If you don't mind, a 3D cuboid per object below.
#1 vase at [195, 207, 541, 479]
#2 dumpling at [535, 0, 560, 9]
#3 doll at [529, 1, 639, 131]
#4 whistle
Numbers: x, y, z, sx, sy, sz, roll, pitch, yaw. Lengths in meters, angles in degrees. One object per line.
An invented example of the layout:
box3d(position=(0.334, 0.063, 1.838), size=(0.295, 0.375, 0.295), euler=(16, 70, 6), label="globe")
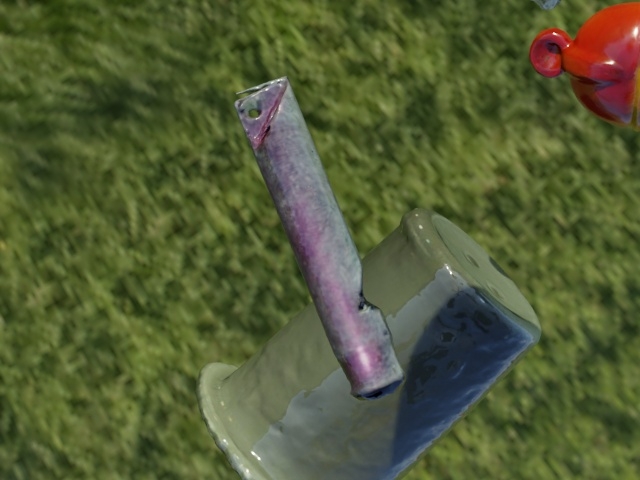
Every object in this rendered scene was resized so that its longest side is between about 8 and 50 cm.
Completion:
box3d(position=(0.056, 0.126, 1.832), size=(0.291, 0.245, 0.245), euler=(-44, 137, 15), label="vase")
box3d(position=(0.195, -0.253, 1.248), size=(0.252, 0.131, 0.179), euler=(-39, 133, -25), label="dumpling")
box3d(position=(0.359, -0.139, 1.609), size=(0.363, 0.160, 0.183), euler=(9, 112, 12), label="doll")
box3d(position=(0.000, 0.000, 0.985), size=(0.033, 0.176, 0.033), euler=(-22, 179, -1), label="whistle")
